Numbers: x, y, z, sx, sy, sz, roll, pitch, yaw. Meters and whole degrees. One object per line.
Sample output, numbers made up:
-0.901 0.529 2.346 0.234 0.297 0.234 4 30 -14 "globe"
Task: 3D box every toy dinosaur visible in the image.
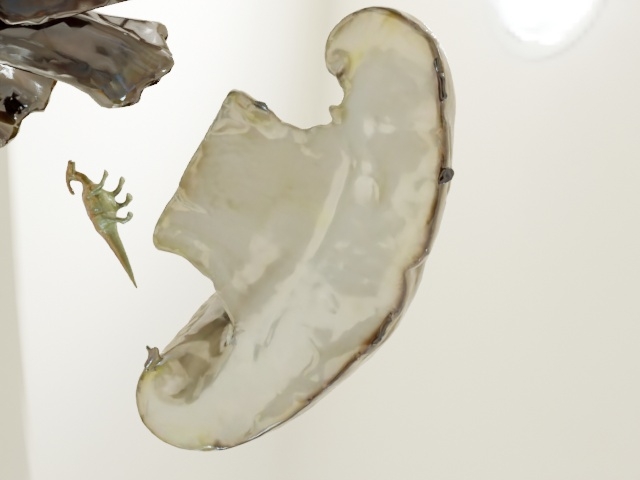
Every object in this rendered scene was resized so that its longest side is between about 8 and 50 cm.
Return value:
-0.160 -0.019 1.459 0.041 0.026 0.113 -35 -93 18 "toy dinosaur"

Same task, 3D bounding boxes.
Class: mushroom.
0.000 0.000 1.132 0.156 0.151 0.285 32 -84 15 "mushroom"

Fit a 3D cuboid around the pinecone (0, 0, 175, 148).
-0.228 -0.120 0.755 0.384 0.384 0.384 5 -83 49 "pinecone"
